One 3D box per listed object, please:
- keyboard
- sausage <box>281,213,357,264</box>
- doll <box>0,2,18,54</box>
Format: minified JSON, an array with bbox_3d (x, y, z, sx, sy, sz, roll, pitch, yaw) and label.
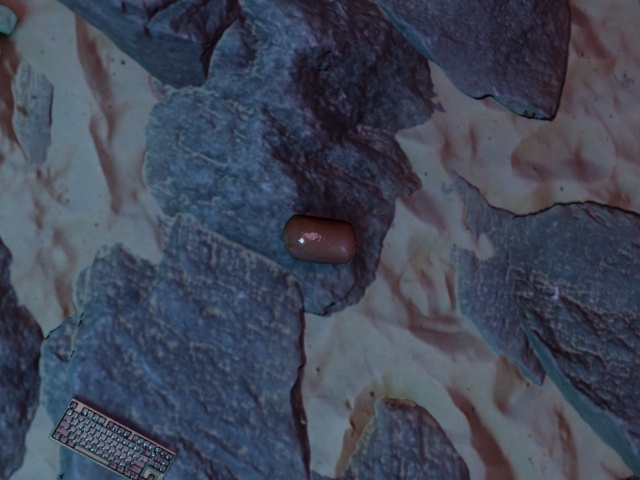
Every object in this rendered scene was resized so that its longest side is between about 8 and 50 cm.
[{"bbox_3d":[-0.222,0.221,0.957,0.129,0.015,0.049,32,71,-11],"label":"keyboard"},{"bbox_3d":[0.000,0.001,1.058,0.094,0.059,0.054,7,96,-22],"label":"sausage"},{"bbox_3d":[-0.457,-0.271,0.917,0.275,0.113,0.155,20,70,-14],"label":"doll"}]
